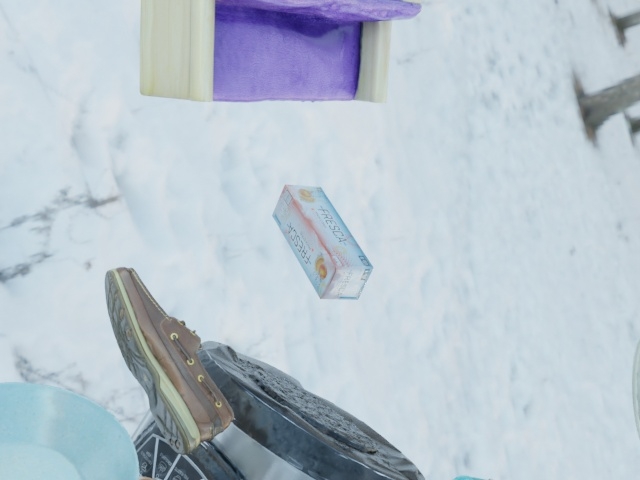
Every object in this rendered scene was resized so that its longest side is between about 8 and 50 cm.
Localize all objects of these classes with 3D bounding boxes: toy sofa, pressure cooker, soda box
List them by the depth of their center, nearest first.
[{"bbox_3d":[-0.037,-0.245,1.265,0.363,0.177,0.150,-9,106,-51],"label":"toy sofa"},{"bbox_3d":[-0.109,0.386,1.273,0.376,0.420,0.370,32,1,-7],"label":"pressure cooker"},{"bbox_3d":[0.000,0.000,1.369,0.063,0.058,0.183,3,37,-31],"label":"soda box"}]

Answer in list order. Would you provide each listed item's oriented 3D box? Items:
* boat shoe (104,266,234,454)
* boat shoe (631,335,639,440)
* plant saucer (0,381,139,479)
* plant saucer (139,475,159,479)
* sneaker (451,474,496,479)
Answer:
[{"bbox_3d":[-0.136,0.100,0.902,0.060,0.064,0.178,-22,74,-28],"label":"boat shoe"},{"bbox_3d":[0.328,0.065,0.810,0.116,0.099,0.319,-131,-143,-59],"label":"boat shoe"},{"bbox_3d":[-0.229,0.180,0.732,0.195,0.195,0.037,-63,165,-56],"label":"plant saucer"},{"bbox_3d":[-0.112,0.264,0.809,0.200,0.037,0.200,52,4,-5],"label":"plant saucer"},{"bbox_3d":[0.086,0.326,0.869,0.110,0.107,0.275,34,81,-16],"label":"sneaker"}]
